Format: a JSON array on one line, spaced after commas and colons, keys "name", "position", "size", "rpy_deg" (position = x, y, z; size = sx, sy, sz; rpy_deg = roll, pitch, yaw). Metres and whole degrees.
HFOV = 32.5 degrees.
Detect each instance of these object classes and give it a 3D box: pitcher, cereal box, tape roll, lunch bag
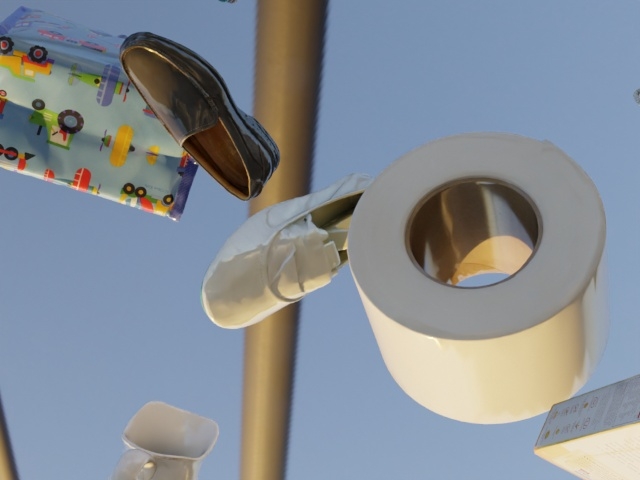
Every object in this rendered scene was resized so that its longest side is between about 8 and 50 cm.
[{"name": "pitcher", "position": [-0.176, 0.274, 1.028], "size": [0.178, 0.125, 0.207], "rpy_deg": [-19, -54, -75]}, {"name": "cereal box", "position": [0.258, 0.143, 0.687], "size": [0.173, 0.240, 0.047], "rpy_deg": [30, -110, -3]}, {"name": "tape roll", "position": [0.161, 0.037, 1.089], "size": [0.246, 0.246, 0.169], "rpy_deg": [-38, -37, -14]}, {"name": "lunch bag", "position": [-0.227, -0.169, 1.161], "size": [0.221, 0.293, 0.138], "rpy_deg": [17, -65, -12]}]

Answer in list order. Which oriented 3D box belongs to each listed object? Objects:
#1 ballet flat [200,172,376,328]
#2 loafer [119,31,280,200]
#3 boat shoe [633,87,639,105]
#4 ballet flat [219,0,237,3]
[{"name": "ballet flat", "position": [0.000, 0.000, 1.530], "size": [0.400, 0.139, 0.139], "rpy_deg": [-33, -52, -46]}, {"name": "loafer", "position": [-0.102, -0.103, 0.916], "size": [0.170, 0.061, 0.062], "rpy_deg": [41, -59, -18]}, {"name": "boat shoe", "position": [0.396, -0.177, 1.113], "size": [0.367, 0.156, 0.136], "rpy_deg": [55, -143, -8]}, {"name": "ballet flat", "position": [-0.083, -0.334, 1.126], "size": [0.067, 0.073, 0.206], "rpy_deg": [-39, -23, -26]}]
